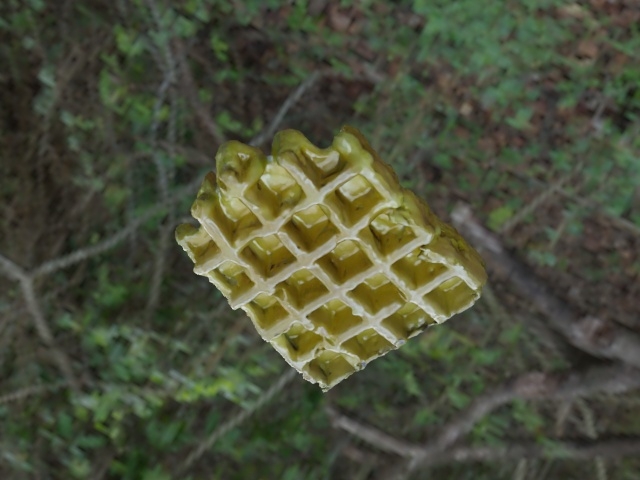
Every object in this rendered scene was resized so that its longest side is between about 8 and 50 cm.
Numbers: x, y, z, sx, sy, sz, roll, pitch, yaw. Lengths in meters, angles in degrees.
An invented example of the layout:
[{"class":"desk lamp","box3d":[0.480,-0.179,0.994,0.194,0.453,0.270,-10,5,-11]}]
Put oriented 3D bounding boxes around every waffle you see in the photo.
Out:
[{"class":"waffle","box3d":[0.000,0.000,1.056,0.211,0.160,0.055,46,-157,-31]}]
